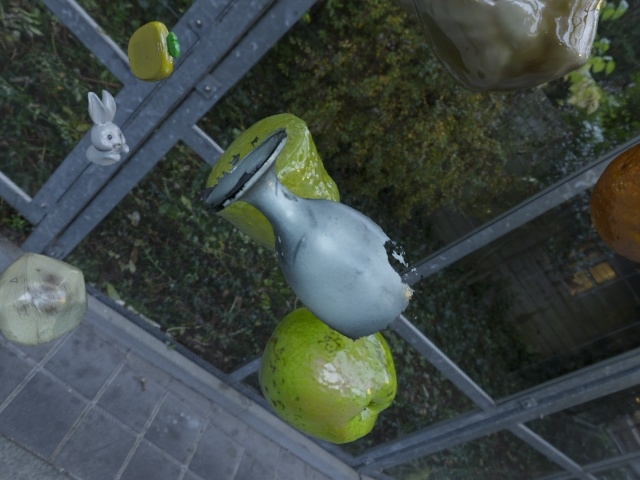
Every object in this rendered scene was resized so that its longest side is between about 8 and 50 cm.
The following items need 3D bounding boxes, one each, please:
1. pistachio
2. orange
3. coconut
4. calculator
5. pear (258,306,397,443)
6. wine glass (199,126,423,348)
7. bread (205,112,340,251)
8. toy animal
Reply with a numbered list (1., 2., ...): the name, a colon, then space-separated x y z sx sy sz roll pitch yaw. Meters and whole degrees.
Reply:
1. pistachio: 0.290 -0.443 0.775 0.366 0.281 0.445 -5 47 -50
2. orange: 0.335 -0.032 0.409 0.135 0.136 0.117 46 58 -20
3. coconut: -0.688 0.136 1.042 0.224 0.224 0.224 41 29 -29
4. calculator: -0.459 -0.511 1.167 0.032 0.235 0.146 -20 108 -47
5. pear: 0.029 0.368 1.206 0.391 0.391 0.390 41 29 -29
6. wine glass: -0.005 0.001 0.685 0.357 0.191 0.190 42 28 -21
7. bread: -0.123 -0.158 1.224 0.308 0.349 0.347 43 27 -42
8. toy animal: -0.664 -0.347 1.339 0.131 0.220 0.103 32 38 8
